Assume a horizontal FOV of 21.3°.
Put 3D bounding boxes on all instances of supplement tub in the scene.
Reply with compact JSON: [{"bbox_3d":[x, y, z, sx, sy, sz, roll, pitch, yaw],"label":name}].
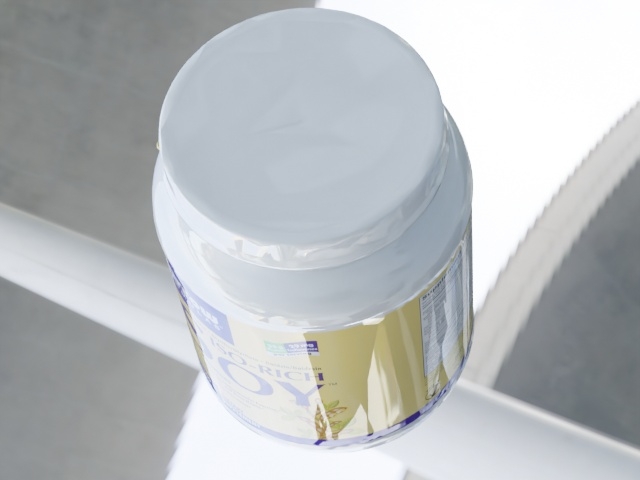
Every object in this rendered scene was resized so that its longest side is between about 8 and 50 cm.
[{"bbox_3d":[0.000,0.000,1.328,0.241,0.241,0.331,-44,-25,-19],"label":"supplement tub"}]

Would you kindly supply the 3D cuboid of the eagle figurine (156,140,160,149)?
[{"bbox_3d":[-0.051,-0.053,1.634,0.226,0.225,0.298,-37,-32,-25],"label":"eagle figurine"}]
